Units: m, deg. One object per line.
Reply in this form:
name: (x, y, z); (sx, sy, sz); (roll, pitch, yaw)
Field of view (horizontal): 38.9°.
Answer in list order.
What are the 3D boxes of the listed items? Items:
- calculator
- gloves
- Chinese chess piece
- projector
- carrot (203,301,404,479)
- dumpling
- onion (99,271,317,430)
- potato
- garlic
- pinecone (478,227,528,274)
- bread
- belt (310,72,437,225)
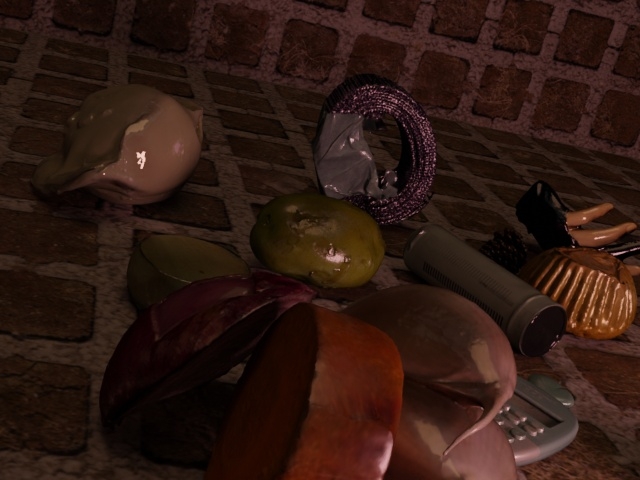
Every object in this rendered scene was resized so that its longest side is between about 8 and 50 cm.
calculator: (0.254, 0.245, 1.273); (0.295, 0.042, 0.184); (-9, 30, -43)
gloves: (0.577, -0.006, 2.012); (0.301, 0.152, 0.197); (22, -16, 29)
Chinese chess piece: (-0.201, 0.060, 1.385); (0.189, 0.083, 0.188); (16, 19, -6)
projector: (0.287, 0.083, 1.631); (0.108, 0.108, 0.337); (1, 24, -35)
carrot: (-0.030, 0.187, 0.931); (0.100, 0.258, 0.307); (31, 3, -16)
dumpling: (-0.399, -0.165, 1.742); (0.316, 0.233, 0.395); (-11, 25, 24)
onion: (-0.138, 0.095, 1.068); (0.250, 0.247, 0.111); (-15, 67, -55)
potato: (0.000, 0.000, 1.583); (0.253, 0.148, 0.186); (0, 23, -35)
garlic: (0.127, 0.174, 1.034); (0.246, 0.231, 0.340); (30, 0, -23)
pinecone: (0.375, 0.027, 1.855); (0.109, 0.102, 0.102); (-11, 32, -44)
bread: (0.488, 0.089, 1.711); (0.240, 0.139, 0.240); (16, 18, -5)
belt: (0.112, -0.188, 1.921); (0.260, 0.324, 0.122); (-13, 27, -5)
